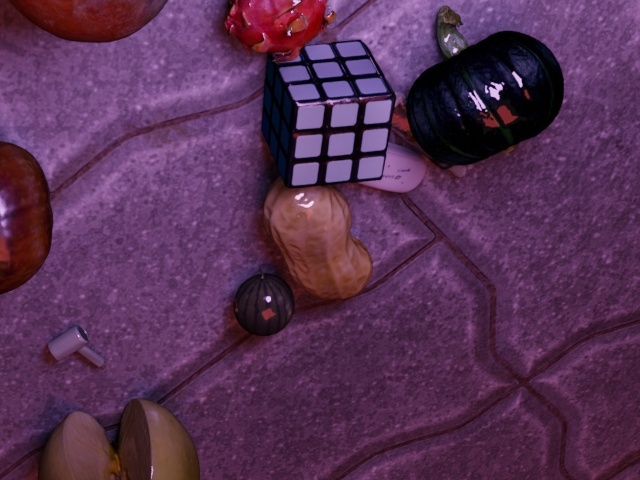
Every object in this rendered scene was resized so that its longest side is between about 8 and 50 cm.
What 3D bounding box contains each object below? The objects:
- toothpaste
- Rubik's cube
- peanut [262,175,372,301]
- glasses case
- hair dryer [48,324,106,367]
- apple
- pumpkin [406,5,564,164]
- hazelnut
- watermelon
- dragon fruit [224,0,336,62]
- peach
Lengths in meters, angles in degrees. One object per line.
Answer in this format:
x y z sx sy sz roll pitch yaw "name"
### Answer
0.172 -0.168 2.013 0.062 0.037 0.216 -42 126 14 "toothpaste"
0.009 -0.191 1.842 0.163 0.160 0.162 -8 131 -14 "Rubik's cube"
0.000 0.000 2.023 0.147 0.147 0.305 -24 133 0 "peanut"
0.087 -0.128 2.003 0.197 0.049 0.076 14 123 -31 "glasses case"
-0.410 0.195 2.106 0.063 0.038 0.124 -31 140 9 "hair dryer"
-0.356 0.428 2.175 0.292 0.254 0.292 -11 137 -11 "apple"
0.240 -0.245 1.871 0.248 0.248 0.248 -11 132 -12 "pumpkin"
-0.476 -0.024 1.772 0.218 0.218 0.234 6 126 -26 "hazelnut"
-0.097 0.099 2.094 0.105 0.105 0.133 -8 120 -15 "watermelon"
-0.051 -0.327 1.729 0.166 0.136 0.133 -28 168 16 "dragon fruit"
-0.284 -0.366 1.507 0.252 0.252 0.252 -11 132 -12 "peach"
